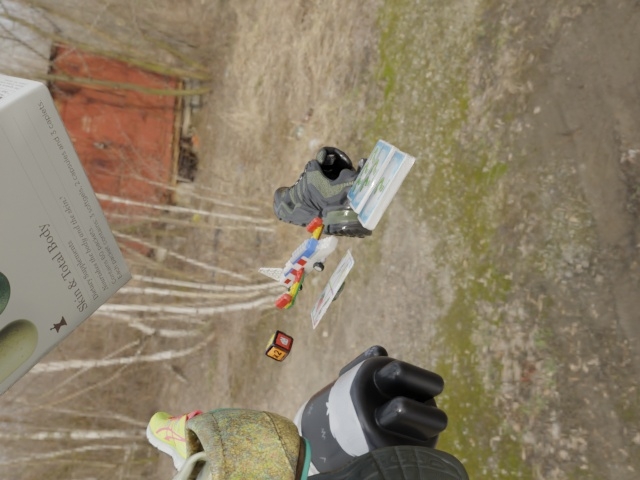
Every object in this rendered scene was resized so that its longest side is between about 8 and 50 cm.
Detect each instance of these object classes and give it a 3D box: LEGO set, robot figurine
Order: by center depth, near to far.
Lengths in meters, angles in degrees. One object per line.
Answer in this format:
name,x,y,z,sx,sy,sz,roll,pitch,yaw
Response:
LEGO set,0.000,0.000,0.690,0.244,0.060,0.182,-60,11,10
robot figurine,0.073,0.287,1.030,0.278,0.173,0.209,-44,-6,40

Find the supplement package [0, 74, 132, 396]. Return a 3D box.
supplement package,-0.330,0.016,0.506,0.262,0.198,0.199,-49,-39,-38

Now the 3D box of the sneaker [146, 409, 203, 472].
sneaker,-0.235,0.339,1.177,0.209,0.082,0.094,16,88,50

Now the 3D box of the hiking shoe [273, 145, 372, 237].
hiking shoe,0.008,-0.070,0.913,0.227,0.086,0.114,18,99,58

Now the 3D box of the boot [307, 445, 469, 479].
boot,0.056,0.331,0.782,0.178,0.237,0.085,78,177,-45

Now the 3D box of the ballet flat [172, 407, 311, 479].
ballet flat,-0.091,0.287,0.461,0.123,0.123,0.348,130,154,-58
